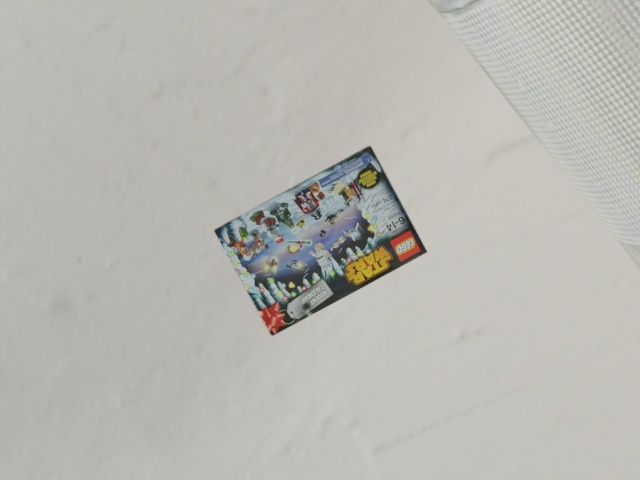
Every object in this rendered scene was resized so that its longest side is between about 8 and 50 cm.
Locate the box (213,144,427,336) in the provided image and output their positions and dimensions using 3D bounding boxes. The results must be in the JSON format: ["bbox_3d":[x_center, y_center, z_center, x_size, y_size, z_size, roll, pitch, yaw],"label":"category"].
[{"bbox_3d":[0.000,0.000,1.435,0.137,0.027,0.094,-29,-87,1],"label":"box"}]

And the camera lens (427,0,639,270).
[{"bbox_3d":[0.187,-0.093,0.770,0.274,0.219,0.219,50,-123,-10],"label":"camera lens"}]
